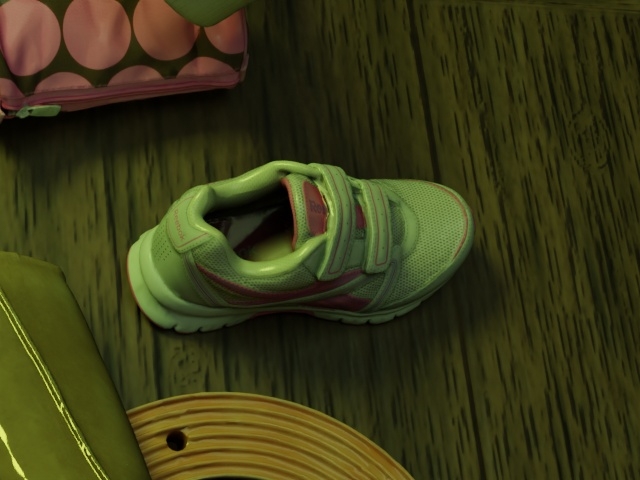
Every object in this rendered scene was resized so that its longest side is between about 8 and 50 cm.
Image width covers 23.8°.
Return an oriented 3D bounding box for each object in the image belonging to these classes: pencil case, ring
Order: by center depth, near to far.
[{"bbox_3d":[-0.054,0.258,0.950,0.336,0.032,0.336,8,64,-16],"label":"ring"},{"bbox_3d":[-0.147,-0.137,1.068,0.209,0.095,0.098,-12,62,-25],"label":"pencil case"}]

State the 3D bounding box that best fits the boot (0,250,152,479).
[{"bbox_3d":[-0.190,0.121,0.861,0.236,0.089,0.269,17,35,-54],"label":"boot"}]

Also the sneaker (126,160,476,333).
[{"bbox_3d":[0.000,0.000,1.041,0.252,0.111,0.103,-10,70,-22],"label":"sneaker"}]

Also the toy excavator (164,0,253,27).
[{"bbox_3d":[-0.146,-0.404,1.090,0.445,0.222,0.433,53,18,-17],"label":"toy excavator"}]
